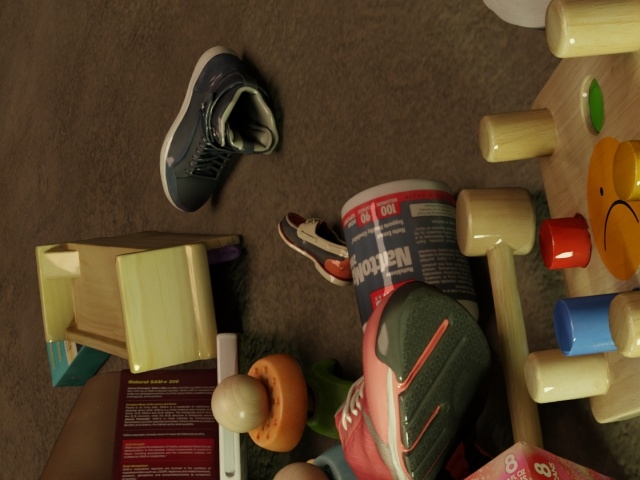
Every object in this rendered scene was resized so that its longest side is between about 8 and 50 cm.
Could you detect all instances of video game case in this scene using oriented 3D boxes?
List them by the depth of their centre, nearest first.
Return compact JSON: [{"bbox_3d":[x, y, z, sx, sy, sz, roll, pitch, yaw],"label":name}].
[{"bbox_3d":[-0.102,0.211,1.265,0.227,0.026,0.206,109,160,-85],"label":"video game case"}]

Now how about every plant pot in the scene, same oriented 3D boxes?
[{"bbox_3d":[-0.258,0.307,1.448,0.263,0.263,0.229,-39,38,51],"label":"plant pot"}]

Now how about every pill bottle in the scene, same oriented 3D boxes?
[{"bbox_3d":[0.085,0.045,0.986,0.108,0.108,0.180,-36,59,53],"label":"pill bottle"}]

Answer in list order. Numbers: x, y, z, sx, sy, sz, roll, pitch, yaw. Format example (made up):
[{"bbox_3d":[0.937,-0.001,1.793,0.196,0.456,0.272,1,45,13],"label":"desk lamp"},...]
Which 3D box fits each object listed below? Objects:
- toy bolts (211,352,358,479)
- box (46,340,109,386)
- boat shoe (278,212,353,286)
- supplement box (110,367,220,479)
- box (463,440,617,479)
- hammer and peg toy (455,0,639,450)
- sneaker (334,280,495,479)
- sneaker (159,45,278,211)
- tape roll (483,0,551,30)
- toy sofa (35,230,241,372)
[{"bbox_3d":[-0.016,0.241,1.094,0.228,0.158,0.218,26,111,56],"label":"toy bolts"},{"bbox_3d":[-0.388,0.152,1.800,0.244,0.060,0.100,-47,51,48],"label":"box"},{"bbox_3d":[0.000,0.000,1.184,0.137,0.049,0.043,43,122,48],"label":"boat shoe"},{"bbox_3d":[-0.180,0.265,1.295,0.239,0.130,0.073,-94,5,-45],"label":"supplement box"},{"bbox_3d":[0.106,0.302,0.817,0.300,0.142,0.154,-42,37,29],"label":"box"},{"bbox_3d":[0.201,0.001,0.758,0.361,0.127,0.266,105,157,-73],"label":"hammer and peg toy"},{"bbox_3d":[0.058,0.150,0.877,0.136,0.116,0.314,20,143,33],"label":"sneaker"},{"bbox_3d":[-0.130,-0.112,1.362,0.163,0.086,0.226,50,129,51],"label":"sneaker"},{"bbox_3d":[0.202,-0.271,0.840,0.219,0.072,0.219,-5,84,59],"label":"tape roll"},{"bbox_3d":[-0.248,0.073,1.484,0.362,0.177,0.150,3,100,58],"label":"toy sofa"}]
